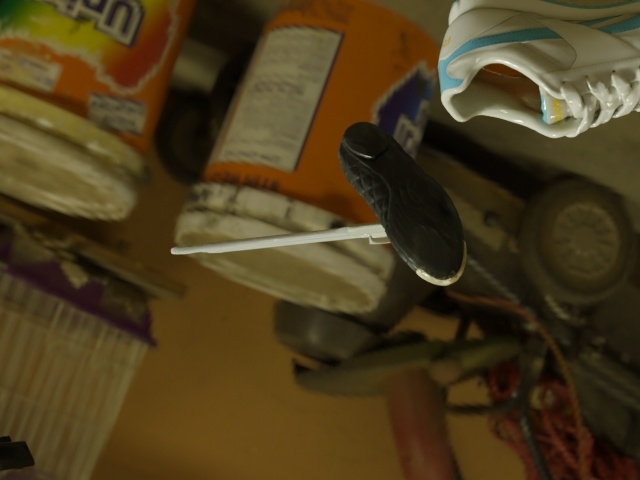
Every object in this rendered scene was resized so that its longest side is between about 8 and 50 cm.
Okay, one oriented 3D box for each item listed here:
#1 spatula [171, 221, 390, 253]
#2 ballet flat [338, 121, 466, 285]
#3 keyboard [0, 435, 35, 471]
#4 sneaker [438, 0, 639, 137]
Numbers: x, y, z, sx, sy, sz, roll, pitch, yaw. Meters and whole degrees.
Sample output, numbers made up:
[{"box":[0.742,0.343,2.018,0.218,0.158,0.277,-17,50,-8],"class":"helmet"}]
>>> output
[{"box":[0.000,0.000,1.172,0.242,0.019,0.168,-7,179,9],"class":"spatula"},{"box":[0.067,-0.028,1.021,0.173,0.057,0.049,59,173,38],"class":"ballet flat"},{"box":[-0.224,0.121,0.700,0.108,0.023,0.180,-13,171,19],"class":"keyboard"},{"box":[0.197,-0.117,0.922,0.228,0.092,0.087,5,146,17],"class":"sneaker"}]
